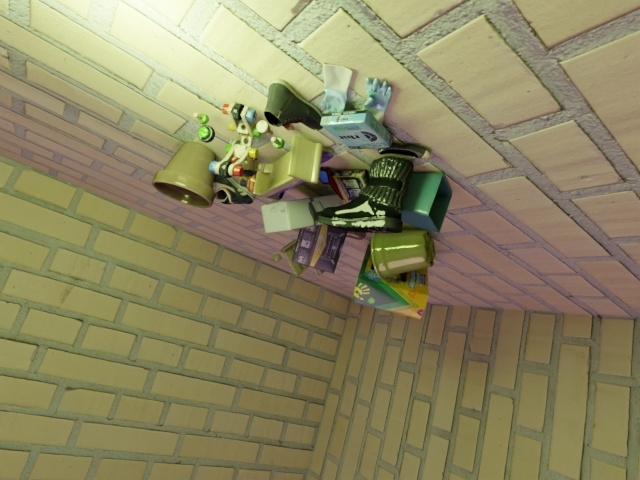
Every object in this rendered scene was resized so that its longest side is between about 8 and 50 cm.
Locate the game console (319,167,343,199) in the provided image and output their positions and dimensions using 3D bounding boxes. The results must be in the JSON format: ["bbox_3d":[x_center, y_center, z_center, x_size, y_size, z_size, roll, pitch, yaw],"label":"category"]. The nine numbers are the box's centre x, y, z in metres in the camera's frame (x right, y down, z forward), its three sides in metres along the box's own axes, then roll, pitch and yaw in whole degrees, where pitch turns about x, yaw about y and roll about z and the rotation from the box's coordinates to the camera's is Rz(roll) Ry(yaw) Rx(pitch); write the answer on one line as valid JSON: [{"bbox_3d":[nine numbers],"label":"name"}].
[{"bbox_3d":[0.028,-0.234,1.673,0.085,0.124,0.144,-20,151,19],"label":"game console"}]

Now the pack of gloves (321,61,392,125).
[{"bbox_3d":[0.093,-0.387,1.147,0.195,0.046,0.232,14,164,3],"label":"pack of gloves"}]

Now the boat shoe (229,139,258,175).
[{"bbox_3d":[-0.296,-0.331,1.661,0.070,0.078,0.219,11,162,20],"label":"boat shoe"}]

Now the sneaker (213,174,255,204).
[{"bbox_3d":[-0.459,-0.235,2.068,0.126,0.127,0.321,6,163,28],"label":"sneaker"}]

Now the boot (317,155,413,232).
[{"bbox_3d":[0.159,-0.163,1.460,0.348,0.260,0.131,3,172,30],"label":"boot"}]

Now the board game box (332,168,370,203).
[{"bbox_3d":[0.146,-0.204,1.614,0.141,0.048,0.170,7,141,39],"label":"board game box"}]

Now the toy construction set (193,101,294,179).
[{"bbox_3d":[-0.236,-0.341,1.424,0.308,0.258,0.237,-13,175,15],"label":"toy construction set"}]

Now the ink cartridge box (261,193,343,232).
[{"bbox_3d":[-0.077,-0.121,1.824,0.307,0.129,0.223,-12,-176,-36],"label":"ink cartridge box"}]

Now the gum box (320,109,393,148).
[{"bbox_3d":[0.115,-0.336,1.244,0.157,0.041,0.184,8,172,36],"label":"gum box"}]

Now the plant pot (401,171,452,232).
[{"bbox_3d":[0.339,-0.156,1.511,0.234,0.166,0.165,15,167,34],"label":"plant pot"}]

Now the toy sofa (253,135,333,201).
[{"bbox_3d":[-0.110,-0.256,1.558,0.177,0.150,0.362,15,167,-28],"label":"toy sofa"}]

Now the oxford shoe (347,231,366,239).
[{"bbox_3d":[0.076,-0.032,2.224,0.348,0.130,0.123,11,164,18],"label":"oxford shoe"}]

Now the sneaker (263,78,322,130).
[{"bbox_3d":[-0.083,-0.373,1.231,0.222,0.118,0.083,29,160,-39],"label":"sneaker"}]

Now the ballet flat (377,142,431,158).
[{"bbox_3d":[0.271,-0.285,1.313,0.173,0.049,0.057,13,165,10],"label":"ballet flat"}]

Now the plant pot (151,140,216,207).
[{"bbox_3d":[-0.564,-0.296,1.762,0.263,0.229,0.263,14,164,4],"label":"plant pot"}]

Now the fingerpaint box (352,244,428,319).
[{"bbox_3d":[0.403,0.213,2.264,0.371,0.163,0.445,14,-155,9],"label":"fingerpaint box"}]

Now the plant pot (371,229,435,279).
[{"bbox_3d":[0.420,0.051,2.001,0.253,0.276,0.276,-8,154,31],"label":"plant pot"}]

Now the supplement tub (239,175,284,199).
[{"bbox_3d":[-0.261,-0.257,1.831,0.197,0.106,0.106,15,164,4],"label":"supplement tub"}]

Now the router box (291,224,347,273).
[{"bbox_3d":[0.000,0.000,2.137,0.242,0.309,0.081,17,-155,-2],"label":"router box"}]

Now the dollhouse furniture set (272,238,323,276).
[{"bbox_3d":[-0.142,0.143,2.608,0.173,0.355,0.303,-7,114,53],"label":"dollhouse furniture set"}]
